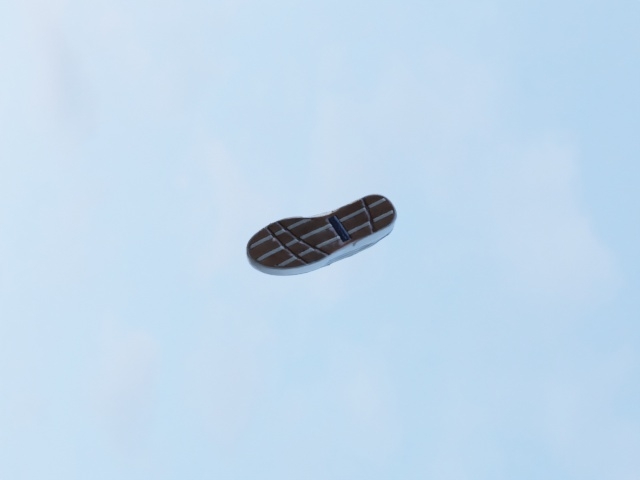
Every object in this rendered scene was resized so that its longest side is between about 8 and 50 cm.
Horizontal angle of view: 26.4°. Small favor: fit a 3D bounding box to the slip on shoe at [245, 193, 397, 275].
[{"bbox_3d":[0.000,0.000,1.140,0.051,0.135,0.041,59,-23,20],"label":"slip on shoe"}]
